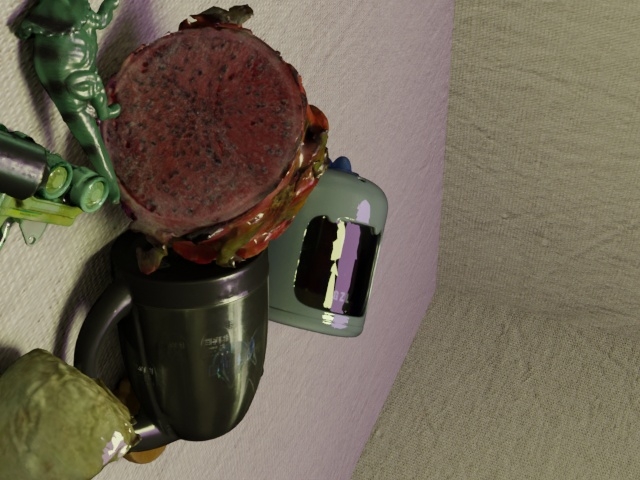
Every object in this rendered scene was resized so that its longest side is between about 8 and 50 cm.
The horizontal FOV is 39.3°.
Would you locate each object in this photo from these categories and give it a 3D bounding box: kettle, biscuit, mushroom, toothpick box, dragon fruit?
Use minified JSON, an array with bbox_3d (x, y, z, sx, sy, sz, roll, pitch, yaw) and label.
[{"bbox_3d":[-0.214,0.164,1.307,0.320,0.228,0.324,-24,124,-39],"label":"kettle"},{"bbox_3d":[-0.289,0.267,1.429,0.170,0.050,0.170,4,90,-67],"label":"biscuit"},{"bbox_3d":[-0.340,0.232,1.080,0.189,0.164,0.267,-46,-171,-13],"label":"mushroom"},{"bbox_3d":[0.000,0.000,1.826,0.263,0.262,0.355,17,86,-72],"label":"toothpick box"},{"bbox_3d":[-0.146,-0.115,1.219,0.314,0.296,0.263,-39,168,-1],"label":"dragon fruit"}]

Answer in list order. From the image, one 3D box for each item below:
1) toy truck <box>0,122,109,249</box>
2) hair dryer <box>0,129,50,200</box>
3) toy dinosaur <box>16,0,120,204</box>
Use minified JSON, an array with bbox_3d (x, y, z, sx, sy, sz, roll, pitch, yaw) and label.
[{"bbox_3d":[-0.347,-0.052,0.918,0.135,0.128,0.259,-62,161,0],"label":"toy truck"},{"bbox_3d":[-0.366,-0.051,0.711,0.302,0.116,0.245,20,85,-40],"label":"hair dryer"},{"bbox_3d":[-0.275,-0.196,1.050,0.120,0.079,0.292,-48,132,-43],"label":"toy dinosaur"}]
